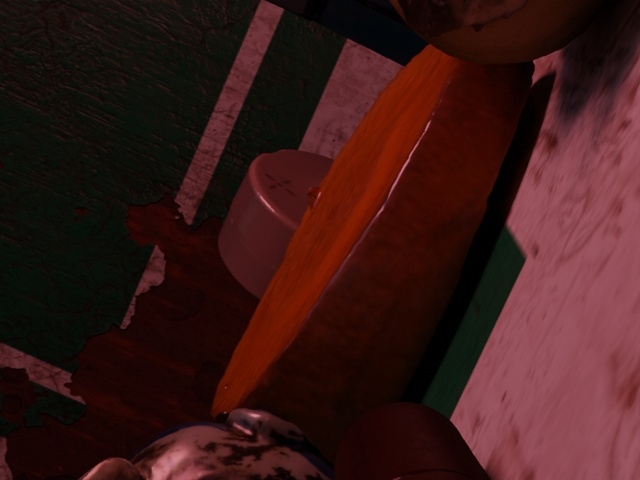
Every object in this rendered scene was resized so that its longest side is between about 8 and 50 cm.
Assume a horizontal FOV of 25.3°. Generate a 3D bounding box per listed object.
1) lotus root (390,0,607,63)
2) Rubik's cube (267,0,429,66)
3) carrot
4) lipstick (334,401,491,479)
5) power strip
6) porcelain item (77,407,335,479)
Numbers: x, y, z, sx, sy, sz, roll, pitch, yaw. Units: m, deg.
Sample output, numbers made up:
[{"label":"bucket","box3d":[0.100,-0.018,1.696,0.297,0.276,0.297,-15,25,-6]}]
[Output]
[{"label":"lotus root","box3d":[0.101,-0.175,0.742,0.303,0.130,0.146,-68,-20,-64]},{"label":"Rubik's cube","box3d":[0.068,-0.379,1.385,0.313,0.318,0.316,139,154,-82]},{"label":"carrot","box3d":[0.035,0.005,0.878,0.258,0.100,0.307,-76,12,-63]},{"label":"lipstick","box3d":[0.034,0.096,0.368,0.357,0.057,0.057,-122,56,-87]},{"label":"power strip","box3d":[0.000,0.000,1.136,0.078,0.154,0.154,-62,4,27]},{"label":"porcelain item","box3d":[-0.063,0.227,0.666,0.186,0.138,0.288,83,-158,-59]}]
